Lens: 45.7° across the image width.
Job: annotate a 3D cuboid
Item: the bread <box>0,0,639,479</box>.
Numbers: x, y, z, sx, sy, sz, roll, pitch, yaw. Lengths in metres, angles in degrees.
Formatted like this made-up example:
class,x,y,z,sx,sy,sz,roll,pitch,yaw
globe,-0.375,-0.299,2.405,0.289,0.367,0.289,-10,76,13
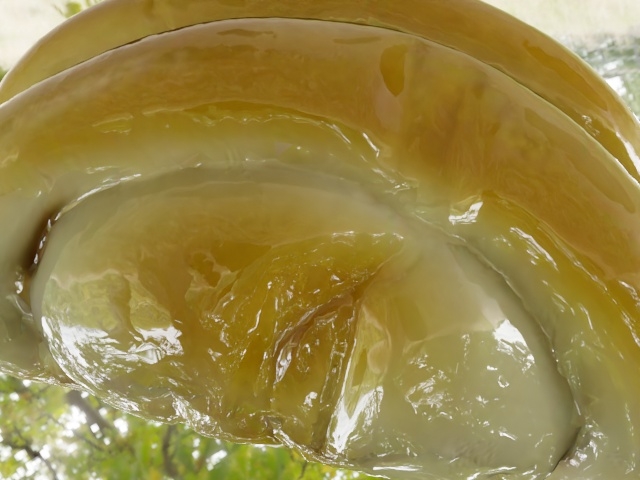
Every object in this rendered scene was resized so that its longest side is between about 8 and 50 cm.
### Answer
class,x,y,z,sx,sy,sz,roll,pitch,yaw
bread,-0.006,0.025,0.445,0.423,0.329,0.245,13,-142,1
